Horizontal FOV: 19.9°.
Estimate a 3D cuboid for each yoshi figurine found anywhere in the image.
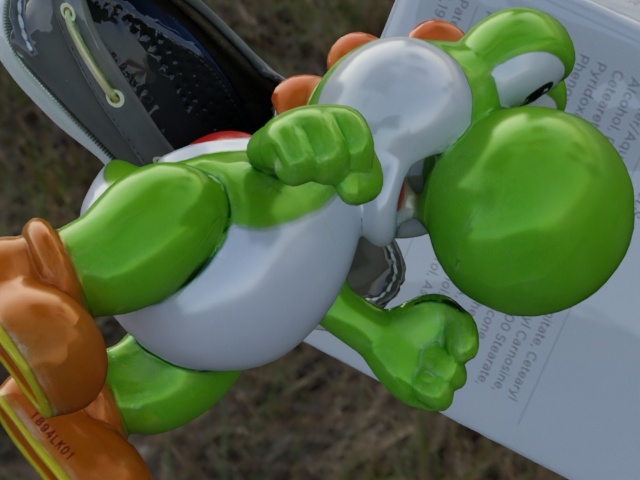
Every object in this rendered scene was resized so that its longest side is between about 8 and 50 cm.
[{"bbox_3d":[0.016,0.009,0.917,0.362,0.203,0.203,-33,7,-20],"label":"yoshi figurine"}]

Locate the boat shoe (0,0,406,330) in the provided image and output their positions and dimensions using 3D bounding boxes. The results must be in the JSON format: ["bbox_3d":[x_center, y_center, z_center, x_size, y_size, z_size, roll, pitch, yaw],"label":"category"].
[{"bbox_3d":[-0.056,-0.055,1.058,0.091,0.305,0.109,-15,38,56],"label":"boat shoe"}]

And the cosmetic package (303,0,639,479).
[{"bbox_3d":[0.238,-0.029,1.376,0.393,0.327,0.329,27,23,13],"label":"cosmetic package"}]
